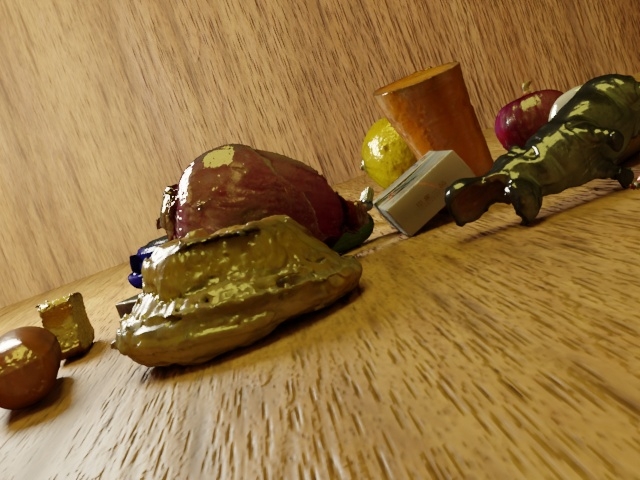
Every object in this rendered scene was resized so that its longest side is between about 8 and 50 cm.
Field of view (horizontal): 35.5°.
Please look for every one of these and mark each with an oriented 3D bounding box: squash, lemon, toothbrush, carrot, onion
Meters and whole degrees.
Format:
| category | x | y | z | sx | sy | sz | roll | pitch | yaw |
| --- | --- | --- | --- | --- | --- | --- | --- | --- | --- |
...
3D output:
| category | x | y | z | sx | sy | sz | roll | pitch | yaw |
| --- | --- | --- | --- | --- | --- | --- | --- | --- | --- |
| squash | 0.000 | 0.000 | 1.720 | 0.219 | 0.068 | 0.077 | -22 | 14 | -21 |
| lemon | 0.199 | -0.197 | 2.254 | 0.231 | 0.192 | 0.192 | -19 | 6 | 3 |
| toothbrush | 0.075 | -0.054 | 1.905 | 0.028 | 0.037 | 0.375 | 11 | -7 | -1 |
| carrot | 0.239 | -0.221 | 2.040 | 0.196 | 0.254 | 0.196 | -23 | 10 | 4 |
| onion | -0.072 | -0.004 | 1.546 | 0.348 | 0.159 | 0.267 | 3 | -35 | -15 |
| onion | 0.460 | -0.256 | 2.142 | 0.177 | 0.153 | 0.177 | -22 | 19 | 8 |

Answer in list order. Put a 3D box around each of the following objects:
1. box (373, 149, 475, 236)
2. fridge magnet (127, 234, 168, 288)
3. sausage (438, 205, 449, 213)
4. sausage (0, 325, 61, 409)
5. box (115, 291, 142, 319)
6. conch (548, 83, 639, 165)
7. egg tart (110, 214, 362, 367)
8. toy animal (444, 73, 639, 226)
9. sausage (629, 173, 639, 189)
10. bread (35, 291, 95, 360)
| category | x | y | z | sx | sy | sz | roll | pitch | yaw |
| --- | --- | --- | --- | --- | --- | --- | --- | --- | --- |
| box | 0.172 | -0.085 | 1.719 | 0.149 | 0.067 | 0.233 | -40 | 6 | 0 |
| fridge magnet | -0.293 | 0.034 | 2.165 | 0.265 | 0.113 | 0.265 | -18 | 7 | 2 |
| sausage | 0.294 | -0.088 | 1.722 | 0.223 | 0.029 | 0.029 | -19 | 6 | 14 |
| sausage | -0.415 | 0.173 | 1.393 | 0.105 | 0.105 | 0.274 | -21 | 6 | -12 |
| box | -0.202 | 0.070 | 1.860 | 0.325 | 0.047 | 0.180 | -25 | 7 | -41 |
| conch | 0.462 | -0.163 | 1.569 | 0.255 | 0.127 | 0.158 | 0 | -40 | -31 |
| egg tart | -0.119 | 0.051 | 1.312 | 0.352 | 0.150 | 0.352 | -16 | 7 | 2 |
| toy animal | 0.338 | -0.119 | 1.368 | 0.343 | 0.106 | 0.168 | -33 | 30 | -17 |
| sausage | 0.496 | -0.108 | 1.235 | 0.253 | 0.034 | 0.034 | -22 | 6 | -8 |
| bread | -0.426 | 0.144 | 1.683 | 0.065 | 0.103 | 0.187 | -18 | 1 | -3 |
